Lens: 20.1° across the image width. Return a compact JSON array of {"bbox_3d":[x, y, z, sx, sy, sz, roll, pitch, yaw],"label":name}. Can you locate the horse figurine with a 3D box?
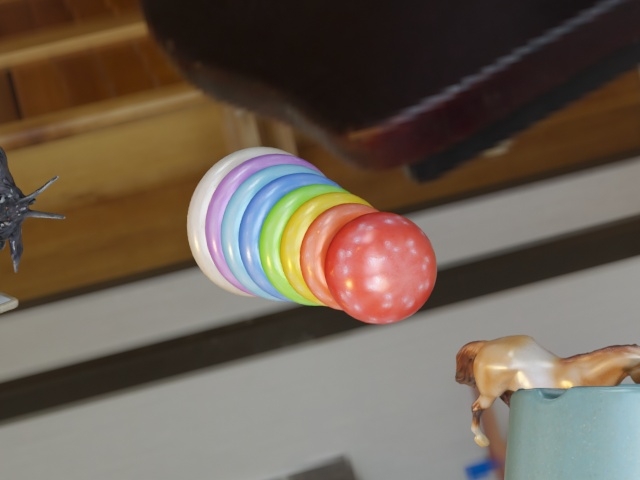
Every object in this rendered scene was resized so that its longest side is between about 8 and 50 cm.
[{"bbox_3d":[0.236,0.160,1.898,0.263,0.066,0.174,17,132,33],"label":"horse figurine"}]

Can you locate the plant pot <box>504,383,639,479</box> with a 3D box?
[{"bbox_3d":[0.302,0.303,1.668,0.341,0.341,0.334,131,139,-80],"label":"plant pot"}]

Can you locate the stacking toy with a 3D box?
[{"bbox_3d":[0.000,0.000,1.541,0.330,0.141,0.141,17,121,66],"label":"stacking toy"}]

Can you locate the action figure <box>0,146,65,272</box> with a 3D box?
[{"bbox_3d":[-0.435,-0.022,2.033,0.141,0.275,0.164,-72,-24,-65],"label":"action figure"}]

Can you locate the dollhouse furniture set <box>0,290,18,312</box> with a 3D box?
[{"bbox_3d":[-0.377,-0.081,1.716,0.197,0.151,0.302,20,117,37],"label":"dollhouse furniture set"}]
